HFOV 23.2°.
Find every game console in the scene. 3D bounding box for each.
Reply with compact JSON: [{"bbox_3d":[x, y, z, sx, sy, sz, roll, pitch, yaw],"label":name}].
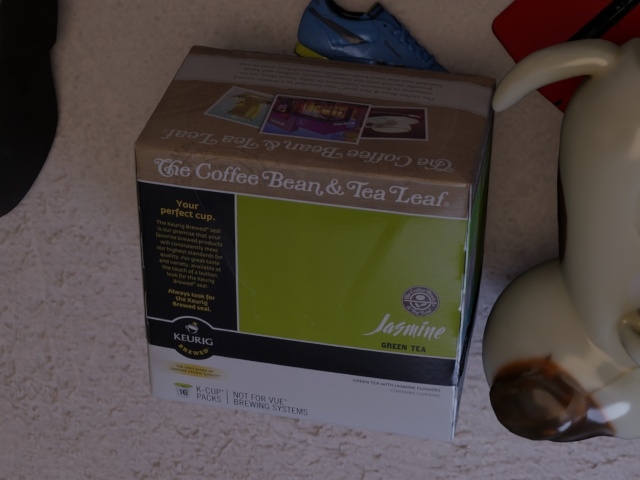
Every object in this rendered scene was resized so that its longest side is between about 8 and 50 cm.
[{"bbox_3d":[0.276,-0.218,1.630,0.144,0.085,0.124,-41,127,21],"label":"game console"}]

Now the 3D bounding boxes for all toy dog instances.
[{"bbox_3d":[0.313,0.033,1.552,0.395,0.284,0.408,20,118,-11],"label":"toy dog"}]

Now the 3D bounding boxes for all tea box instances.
[{"bbox_3d":[0.000,0.000,1.609,0.329,0.220,0.323,8,126,9],"label":"tea box"}]

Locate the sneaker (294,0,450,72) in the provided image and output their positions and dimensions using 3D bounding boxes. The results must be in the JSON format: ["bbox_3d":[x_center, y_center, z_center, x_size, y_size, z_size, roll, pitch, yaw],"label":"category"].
[{"bbox_3d":[0.077,-0.199,1.648,0.209,0.069,0.082,24,107,4],"label":"sneaker"}]

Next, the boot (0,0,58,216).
[{"bbox_3d":[-0.369,-0.172,1.751,0.115,0.112,0.305,29,119,34],"label":"boot"}]
